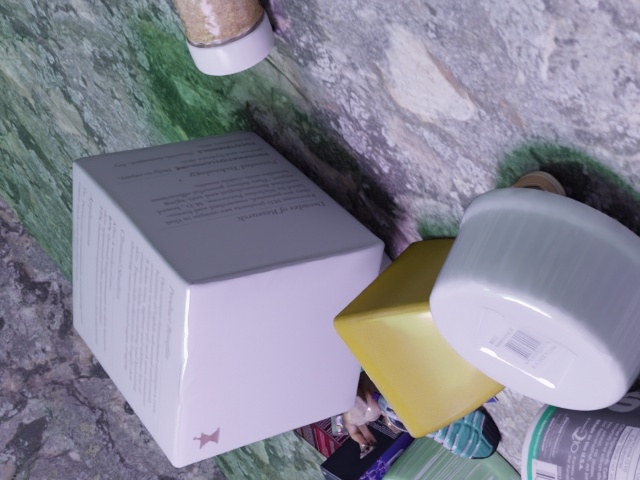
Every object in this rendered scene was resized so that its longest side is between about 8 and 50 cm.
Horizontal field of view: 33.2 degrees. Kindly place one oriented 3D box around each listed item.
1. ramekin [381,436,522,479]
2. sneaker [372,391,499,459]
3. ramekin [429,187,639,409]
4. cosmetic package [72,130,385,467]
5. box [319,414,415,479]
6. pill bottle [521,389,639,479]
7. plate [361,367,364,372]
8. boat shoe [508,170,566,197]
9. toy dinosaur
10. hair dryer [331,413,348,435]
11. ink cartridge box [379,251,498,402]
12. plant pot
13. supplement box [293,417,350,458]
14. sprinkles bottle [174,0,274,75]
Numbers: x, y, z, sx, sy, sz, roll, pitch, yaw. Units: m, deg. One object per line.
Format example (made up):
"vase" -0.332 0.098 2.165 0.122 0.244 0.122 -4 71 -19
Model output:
"ramekin" 0.250 0.489 1.954 0.303 0.148 0.303 40 154 24
"sneaker" 0.196 0.296 1.801 0.224 0.083 0.098 27 178 -22
"ramekin" 0.263 0.078 1.256 0.277 0.135 0.277 27 156 13
"cosmetic package" -0.162 0.072 1.670 0.394 0.328 0.329 43 134 43
"box" 0.129 0.489 2.130 0.103 0.184 0.261 25 146 46
"pill bottle" 0.425 0.287 1.270 0.204 0.204 0.361 58 156 -16
"plate" 0.120 0.256 2.004 0.188 0.024 0.188 41 155 24
"boat shoe" 0.238 -0.035 1.313 0.063 0.059 0.170 51 157 0
"toy dinosaur" 0.070 0.276 1.955 0.200 0.127 0.295 56 175 14
"hair dryer" -0.027 0.231 2.112 0.223 0.080 0.293 -128 20 -70
"ink cartridge box" 0.140 0.160 1.778 0.332 0.065 0.165 52 156 -4
"plant pot" 0.188 0.117 1.473 0.212 0.212 0.187 55 144 -9
"supplement box" 0.027 0.422 2.354 0.239 0.073 0.130 35 151 31
"sprinkles bottle" -0.168 -0.398 1.432 0.121 0.121 0.355 26 146 44
